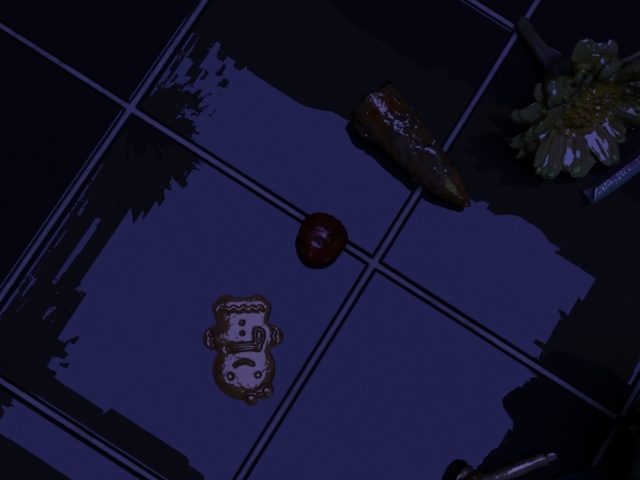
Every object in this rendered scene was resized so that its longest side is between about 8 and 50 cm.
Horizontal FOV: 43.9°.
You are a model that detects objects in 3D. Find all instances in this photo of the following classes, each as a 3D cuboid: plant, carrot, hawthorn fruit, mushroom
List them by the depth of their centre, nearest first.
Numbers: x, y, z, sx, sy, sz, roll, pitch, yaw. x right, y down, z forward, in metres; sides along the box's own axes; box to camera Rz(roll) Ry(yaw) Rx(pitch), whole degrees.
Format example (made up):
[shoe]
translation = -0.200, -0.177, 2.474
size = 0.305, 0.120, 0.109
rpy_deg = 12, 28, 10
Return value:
[mushroom]
translation = 0.300, 0.382, 1.316
size = 0.187, 0.060, 0.061
rpy_deg = -19, 78, -10
[hawthorn fruit]
translation = 0.000, 0.000, 1.334
size = 0.093, 0.093, 0.093
rpy_deg = 0, 83, -3
[plant]
translation = 0.425, -0.233, 1.353
size = 0.305, 0.297, 0.261
rpy_deg = -5, 112, -44
[carrot]
translation = 0.166, -0.153, 1.358
size = 0.102, 0.102, 0.263
rpy_deg = -43, 93, -7

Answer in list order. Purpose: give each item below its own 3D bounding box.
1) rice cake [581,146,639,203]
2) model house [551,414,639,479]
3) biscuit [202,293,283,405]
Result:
[rice cake]
translation = 0.547, -0.132, 1.398
size = 0.207, 0.033, 0.033
rpy_deg = -36, 96, -5
[model house]
translation = 0.532, 0.424, 1.163
size = 0.394, 0.446, 0.400
rpy_deg = -10, 45, 1
[biscuit]
translation = -0.132, 0.179, 1.328
size = 0.133, 0.027, 0.184
rpy_deg = 11, 83, -3
